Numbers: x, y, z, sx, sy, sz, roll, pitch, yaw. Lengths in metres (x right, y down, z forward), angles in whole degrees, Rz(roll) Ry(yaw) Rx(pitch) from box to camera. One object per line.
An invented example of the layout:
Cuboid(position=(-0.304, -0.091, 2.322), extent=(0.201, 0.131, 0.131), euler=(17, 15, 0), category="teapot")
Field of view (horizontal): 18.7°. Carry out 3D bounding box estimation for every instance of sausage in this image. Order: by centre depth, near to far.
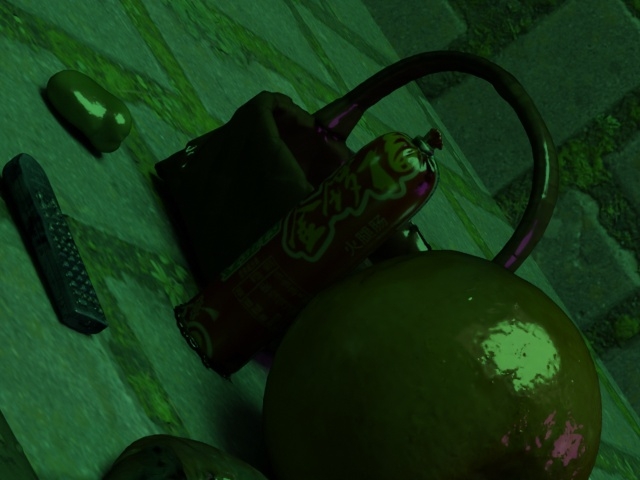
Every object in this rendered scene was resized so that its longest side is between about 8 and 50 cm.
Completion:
Cuboid(position=(0.000, 0.000, 1.564), extent=(0.083, 0.264, 0.083), euler=(44, 15, -15), category="sausage")

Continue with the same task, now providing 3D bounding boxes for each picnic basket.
Cuboid(position=(0.070, -0.029, 1.763), extent=(0.337, 0.337, 0.293), euler=(37, 20, -49), category="picnic basket")

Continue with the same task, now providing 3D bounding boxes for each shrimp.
Cuboid(position=(-0.078, 0.176, 1.221), extent=(0.143, 0.052, 0.251), euler=(27, 17, 10), category="shrimp")

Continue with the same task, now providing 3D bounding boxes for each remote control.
Cuboid(position=(-0.195, 0.001, 1.413), extent=(0.152, 0.027, 0.043), euler=(62, 10, 30), category="remote control")

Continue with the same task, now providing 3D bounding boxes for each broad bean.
Cuboid(position=(-0.199, -0.113, 1.668), extent=(0.083, 0.045, 0.063), euler=(42, 27, -11), category="broad bean")

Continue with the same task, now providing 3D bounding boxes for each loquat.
Cuboid(position=(0.085, 0.138, 1.507), extent=(0.263, 0.263, 0.263), euler=(49, 14, -16), category="loquat")

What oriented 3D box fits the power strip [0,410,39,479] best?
Cuboid(position=(-0.186, 0.135, 1.064), extent=(0.268, 0.034, 0.092), euler=(57, 13, 20), category="power strip")
